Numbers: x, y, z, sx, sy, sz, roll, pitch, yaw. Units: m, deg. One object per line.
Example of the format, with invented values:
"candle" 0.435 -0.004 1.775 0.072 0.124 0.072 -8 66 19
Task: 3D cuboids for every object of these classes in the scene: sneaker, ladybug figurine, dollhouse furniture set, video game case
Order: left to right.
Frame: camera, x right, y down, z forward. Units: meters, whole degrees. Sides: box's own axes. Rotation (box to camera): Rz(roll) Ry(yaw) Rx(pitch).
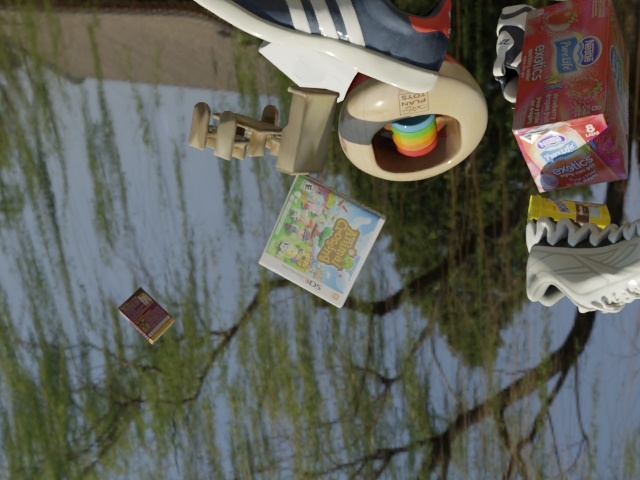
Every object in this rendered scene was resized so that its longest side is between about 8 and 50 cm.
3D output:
"dollhouse furniture set" -0.100 -0.240 1.638 0.242 0.161 0.212 23 -161 35
"video game case" 0.000 0.000 1.630 0.193 0.212 0.023 28 -158 8
"sneaker" 0.005 -0.313 1.066 0.350 0.148 0.131 17 -165 -12
"ladybug figurine" 0.184 -0.269 1.704 0.305 0.449 0.162 -10 -111 4
"sneaker" 0.373 -0.276 1.408 0.235 0.153 0.094 28 169 -40
"sneaker" 0.376 0.036 1.020 0.110 0.118 0.292 23 167 -34

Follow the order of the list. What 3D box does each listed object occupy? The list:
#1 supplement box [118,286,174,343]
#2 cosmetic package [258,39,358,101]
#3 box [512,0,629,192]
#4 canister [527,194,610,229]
"supplement box" -0.299 0.129 1.423 0.055 0.083 0.043 -45 180 -18
"cosmetic package" 0.021 -0.450 1.921 0.225 0.224 0.138 -8 -130 57
"box" 0.351 -0.206 1.146 0.123 0.128 0.257 -9 -133 30
"canister" 0.559 -0.049 1.876 0.170 0.073 0.126 7 -158 10
